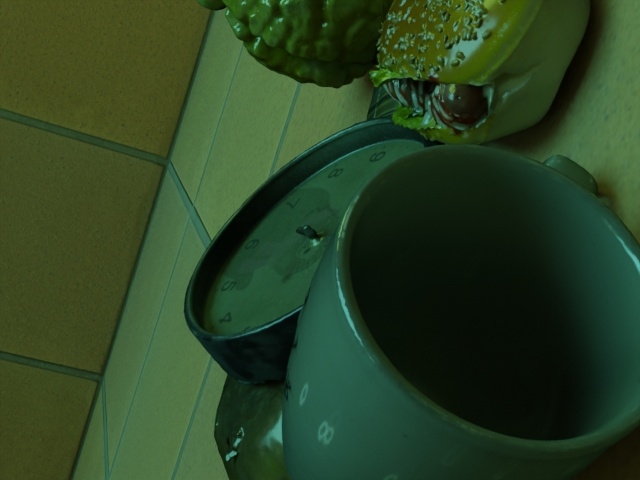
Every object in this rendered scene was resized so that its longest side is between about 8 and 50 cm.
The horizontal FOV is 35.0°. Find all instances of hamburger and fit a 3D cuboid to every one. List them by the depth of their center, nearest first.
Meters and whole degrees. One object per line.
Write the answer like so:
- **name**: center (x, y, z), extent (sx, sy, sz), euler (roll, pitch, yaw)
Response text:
- **hamburger**: center (0.116, -0.158, 0.788), extent (0.210, 0.116, 0.173), euler (-126, 56, -70)

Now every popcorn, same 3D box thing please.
- **popcorn**: center (-0.009, -0.287, 1.132), extent (0.257, 0.270, 0.224), euler (15, 94, 30)

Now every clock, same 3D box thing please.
- **clock**: center (0.000, 0.000, 0.885), extent (0.280, 0.055, 0.281), euler (-32, 26, 18)

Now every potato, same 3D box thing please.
- **potato**: center (-0.020, 0.145, 0.920), extent (0.296, 0.141, 0.192), euler (-114, 45, -69)

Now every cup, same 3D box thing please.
- **cup**: center (0.088, 0.061, 0.633), extent (0.258, 0.186, 0.234), euler (-49, -9, -35)

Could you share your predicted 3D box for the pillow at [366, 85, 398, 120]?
- **pillow**: center (0.068, -0.107, 1.038), extent (0.113, 0.038, 0.204), euler (146, 138, -66)
